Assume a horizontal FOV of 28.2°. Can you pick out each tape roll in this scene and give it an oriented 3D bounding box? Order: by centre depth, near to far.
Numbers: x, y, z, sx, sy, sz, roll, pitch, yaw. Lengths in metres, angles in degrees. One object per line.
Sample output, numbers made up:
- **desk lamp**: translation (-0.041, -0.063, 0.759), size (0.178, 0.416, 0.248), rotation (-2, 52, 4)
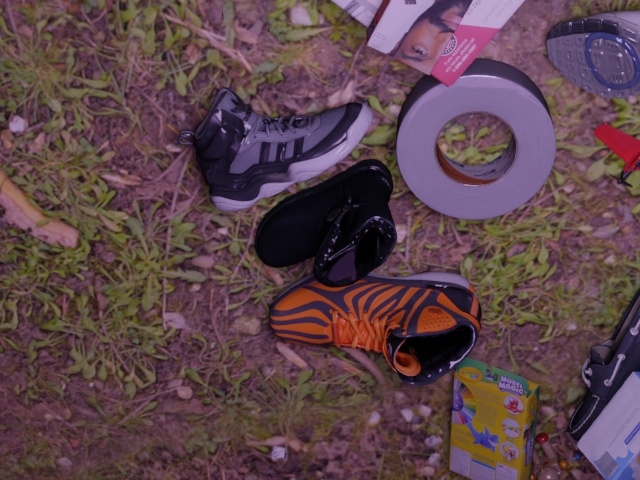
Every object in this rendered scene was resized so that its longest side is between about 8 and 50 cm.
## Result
- **tape roll**: translation (0.216, -0.141, 1.780), size (0.219, 0.072, 0.219), rotation (2, 118, 4)

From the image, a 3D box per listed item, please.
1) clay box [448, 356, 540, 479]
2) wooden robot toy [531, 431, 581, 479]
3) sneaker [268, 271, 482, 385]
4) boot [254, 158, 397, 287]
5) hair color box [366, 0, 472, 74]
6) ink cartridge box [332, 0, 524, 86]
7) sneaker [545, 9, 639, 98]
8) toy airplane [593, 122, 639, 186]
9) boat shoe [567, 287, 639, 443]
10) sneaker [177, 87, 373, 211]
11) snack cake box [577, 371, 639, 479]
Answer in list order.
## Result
- **clay box**: translation (0.269, 0.279, 1.980), size (0.127, 0.053, 0.222), rotation (19, 122, 30)
- **wooden robot toy**: translation (0.349, 0.364, 2.035), size (0.173, 0.079, 0.076), rotation (-27, 113, 16)
- **sneaker**: translation (0.077, 0.127, 1.869), size (0.321, 0.180, 0.124), rotation (-7, 117, 7)
- **boot**: translation (0.000, 0.000, 1.792), size (0.246, 0.207, 0.094), rotation (-32, 112, 19)
- **hair color box**: translation (0.135, -0.301, 1.577), size (0.093, 0.053, 0.167), rotation (24, 119, -11)
- **ink cartridge box**: translation (0.117, -0.367, 1.639), size (0.283, 0.117, 0.207), rotation (34, 115, -14)
- **sneaker**: translation (0.449, -0.259, 1.685), size (0.297, 0.129, 0.111), rotation (5, 122, 22)
- **toy airplane**: translation (0.467, -0.134, 1.791), size (0.151, 0.028, 0.151), rotation (2, 118, 4)
- **boat shoe**: translation (0.448, 0.182, 1.920), size (0.091, 0.114, 0.302), rotation (29, 113, -3)
- **sneaker**: translation (-0.070, -0.154, 1.773), size (0.268, 0.101, 0.153), rotation (-26, 116, 19)
- **snack cake box**: translation (0.526, 0.281, 1.901), size (0.264, 0.089, 0.152), rotation (7, 124, -40)
